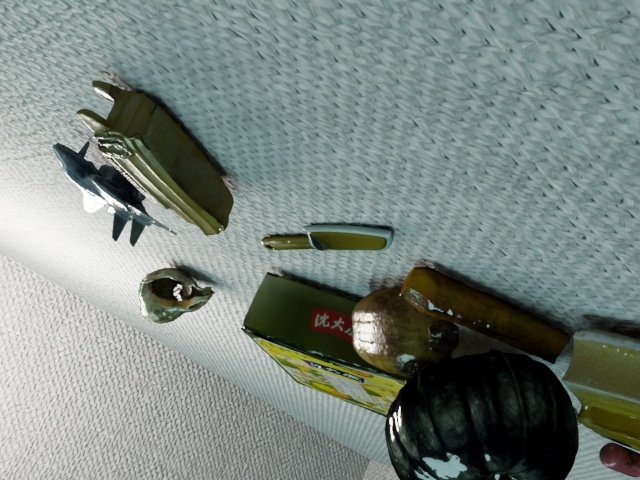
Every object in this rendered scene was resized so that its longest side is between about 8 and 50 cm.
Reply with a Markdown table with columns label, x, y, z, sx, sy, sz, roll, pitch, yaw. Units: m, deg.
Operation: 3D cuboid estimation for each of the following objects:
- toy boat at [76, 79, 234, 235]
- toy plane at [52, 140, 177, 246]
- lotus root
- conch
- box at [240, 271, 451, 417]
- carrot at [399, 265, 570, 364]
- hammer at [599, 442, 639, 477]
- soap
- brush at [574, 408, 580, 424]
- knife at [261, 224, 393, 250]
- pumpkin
| label | x | y | z | sx | sy | sz | roll | pitch | yaw |
| --- | --- | --- | --- | --- | --- | --- | --- | --- | --- |
| toy boat | -0.228 | -0.108 | 1.139 | 0.115 | 0.089 | 0.310 | 4 | 154 | 27 |
| toy plane | -0.372 | -0.098 | 1.377 | 0.212 | 0.088 | 0.267 | 14 | 151 | 27 |
| lotus root | 0.139 | 0.149 | 1.319 | 0.128 | 0.145 | 0.260 | -15 | -176 | -30 |
| conch | -0.351 | 0.128 | 1.892 | 0.207 | 0.130 | 0.155 | -2 | 164 | 26 |
| box | 0.079 | 0.243 | 1.654 | 0.373 | 0.138 | 0.420 | 17 | 160 | 22 |
| carrot | 0.245 | 0.111 | 1.200 | 0.260 | 0.070 | 0.070 | 23 | 162 | -3 |
| hammer | 0.455 | 0.329 | 1.209 | 0.083 | 0.043 | 0.043 | 24 | 164 | -29 |
| soap | 0.506 | 0.230 | 1.101 | 0.281 | 0.143 | 0.259 | 13 | 160 | 44 |
| brush | 0.376 | 0.388 | 1.670 | 0.314 | 0.017 | 0.090 | -14 | 144 | 20 |
| knife | -0.001 | -0.001 | 1.258 | 0.061 | 0.027 | 0.343 | 41 | 156 | -31 |
| pumpkin | 0.245 | 0.314 | 1.201 | 0.295 | 0.296 | 0.296 | 22 | 162 | 8 |
